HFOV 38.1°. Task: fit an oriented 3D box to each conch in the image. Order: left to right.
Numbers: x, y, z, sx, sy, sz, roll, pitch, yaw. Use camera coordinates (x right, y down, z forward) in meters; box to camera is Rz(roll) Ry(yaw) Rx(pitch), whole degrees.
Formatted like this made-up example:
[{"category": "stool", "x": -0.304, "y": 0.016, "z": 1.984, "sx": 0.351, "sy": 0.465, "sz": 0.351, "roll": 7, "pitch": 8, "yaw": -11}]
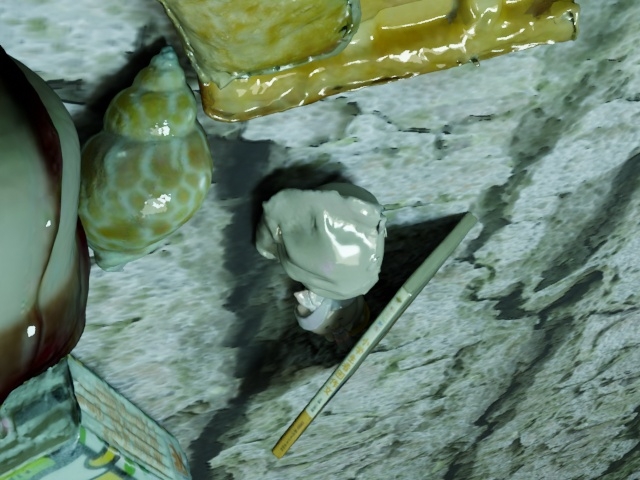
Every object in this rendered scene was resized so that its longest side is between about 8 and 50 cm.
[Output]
[{"category": "conch", "x": -0.142, "y": -0.045, "z": 0.715, "sx": 0.116, "sy": 0.106, "sz": 0.173, "roll": -34, "pitch": 172, "yaw": -29}]

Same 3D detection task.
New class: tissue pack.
[{"category": "tissue pack", "x": -0.291, "y": 0.258, "z": 0.990, "sx": 0.228, "sy": 0.128, "sz": 0.311, "roll": -27, "pitch": 148, "yaw": 1}]

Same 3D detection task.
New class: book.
[{"category": "book", "x": 0.060, "y": 0.108, "z": 1.056, "sx": 0.295, "sy": 0.020, "sz": 0.208, "roll": -56, "pitch": 171, "yaw": 35}]

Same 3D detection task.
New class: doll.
[{"category": "doll", "x": 0.013, "y": 0.081, "z": 1.018, "sx": 0.073, "sy": 0.084, "sz": 0.127, "roll": -25, "pitch": 156, "yaw": 18}]

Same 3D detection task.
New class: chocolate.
[{"category": "chocolate", "x": -0.260, "y": -0.035, "z": 0.527, "sx": 0.283, "sy": 0.283, "sz": 0.186, "roll": -4, "pitch": 119, "yaw": -34}]

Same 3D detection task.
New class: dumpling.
[{"category": "dumpling", "x": 0.000, "y": 0.000, "z": 0.892, "sx": 0.127, "sy": 0.108, "sz": 0.188, "roll": 0, "pitch": 162, "yaw": -2}]

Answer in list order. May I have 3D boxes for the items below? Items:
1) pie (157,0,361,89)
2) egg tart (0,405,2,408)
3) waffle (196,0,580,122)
[{"category": "pie", "x": -0.053, "y": -0.176, "z": 0.502, "sx": 0.128, "sy": 0.068, "sz": 0.282, "roll": -16, "pitch": 152, "yaw": 6}, {"category": "egg tart", "x": -0.371, "y": 0.141, "z": 0.703, "sx": 0.345, "sy": 0.132, "sz": 0.345, "roll": -18, "pitch": 161, "yaw": -6}, {"category": "waffle", "x": 0.039, "y": -0.232, "z": 0.582, "sx": 0.304, "sy": 0.077, "sz": 0.348, "roll": -13, "pitch": 146, "yaw": -6}]
